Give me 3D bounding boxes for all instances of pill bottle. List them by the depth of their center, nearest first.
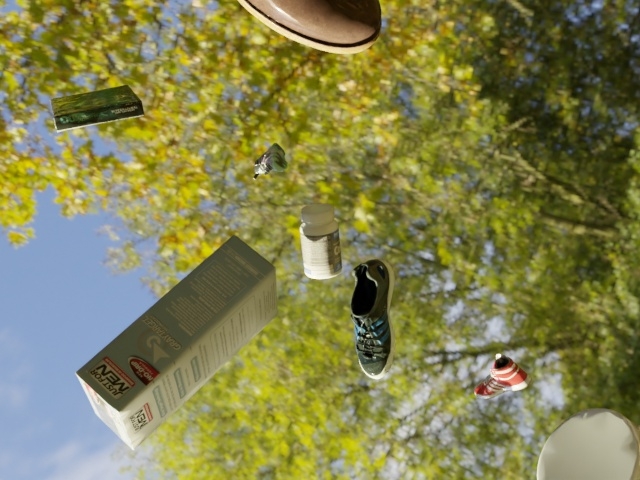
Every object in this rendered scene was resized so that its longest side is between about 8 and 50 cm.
[{"bbox_3d":[0.501,0.403,1.421,0.361,0.204,0.204,35,-101,-29],"label":"pill bottle"},{"bbox_3d":[0.000,0.000,1.886,0.078,0.078,0.137,-25,-61,-39],"label":"pill bottle"}]

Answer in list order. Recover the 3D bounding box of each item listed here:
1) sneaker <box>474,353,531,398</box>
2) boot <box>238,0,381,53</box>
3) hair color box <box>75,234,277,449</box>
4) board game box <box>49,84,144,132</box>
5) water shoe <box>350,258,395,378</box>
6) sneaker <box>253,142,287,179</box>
[{"bbox_3d":[0.306,0.238,1.674,0.067,0.118,0.042,47,-135,-16],"label":"sneaker"},{"bbox_3d":[-0.028,-0.253,0.668,0.248,0.207,0.090,44,-109,-5],"label":"boot"},{"bbox_3d":[-0.244,0.181,1.704,0.374,0.114,0.185,-43,-22,-24],"label":"hair color box"},{"bbox_3d":[-0.338,-0.200,1.423,0.126,0.186,0.026,-13,-71,-14],"label":"board game box"},{"bbox_3d":[0.075,0.131,1.567,0.080,0.073,0.203,-7,-81,-52],"label":"water shoe"},{"bbox_3d":[-0.094,-0.129,1.681,0.069,0.098,0.038,-39,-72,14],"label":"sneaker"}]
